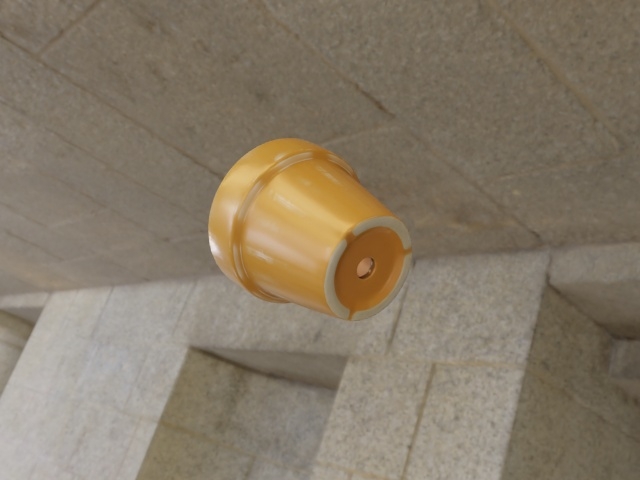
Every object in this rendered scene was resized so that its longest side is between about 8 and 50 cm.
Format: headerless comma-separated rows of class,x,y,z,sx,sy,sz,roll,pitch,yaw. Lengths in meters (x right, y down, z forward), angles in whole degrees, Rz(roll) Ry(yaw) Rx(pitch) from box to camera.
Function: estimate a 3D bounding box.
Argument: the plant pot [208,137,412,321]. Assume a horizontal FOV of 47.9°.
plant pot,0.000,0.000,0.857,0.188,0.205,0.205,31,174,48
